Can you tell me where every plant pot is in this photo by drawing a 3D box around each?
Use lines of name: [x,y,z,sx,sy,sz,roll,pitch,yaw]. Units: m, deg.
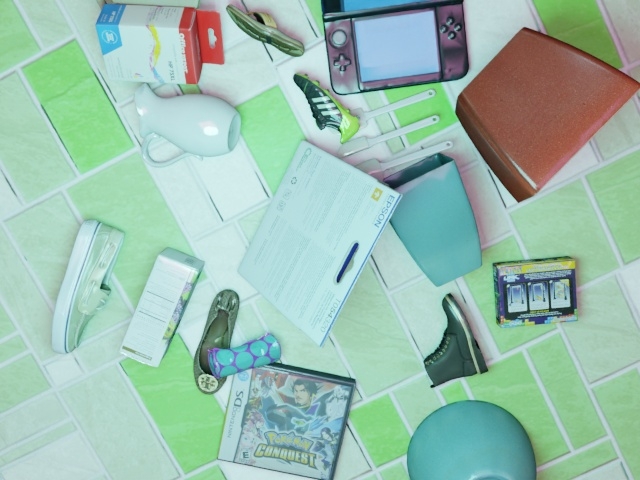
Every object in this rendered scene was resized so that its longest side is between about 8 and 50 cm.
plant pot: [0.344,0.523,1.472,0.291,0.195,0.290,0,99,1]
plant pot: [0.413,-0.256,1.327,0.236,0.267,0.267,45,97,7]
plant pot: [0.234,-0.036,1.401,0.166,0.165,0.234,-26,101,4]

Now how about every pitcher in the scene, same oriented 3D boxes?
pitcher: [-0.278,-0.222,1.402,0.207,0.125,0.177,13,120,9]

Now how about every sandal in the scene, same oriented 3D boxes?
sandal: [-0.109,-0.437,1.384,0.180,0.072,0.049,25,83,-5]

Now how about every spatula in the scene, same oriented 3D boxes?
spatula: [0.147,-0.217,1.425,0.242,0.019,0.168,-18,78,3]

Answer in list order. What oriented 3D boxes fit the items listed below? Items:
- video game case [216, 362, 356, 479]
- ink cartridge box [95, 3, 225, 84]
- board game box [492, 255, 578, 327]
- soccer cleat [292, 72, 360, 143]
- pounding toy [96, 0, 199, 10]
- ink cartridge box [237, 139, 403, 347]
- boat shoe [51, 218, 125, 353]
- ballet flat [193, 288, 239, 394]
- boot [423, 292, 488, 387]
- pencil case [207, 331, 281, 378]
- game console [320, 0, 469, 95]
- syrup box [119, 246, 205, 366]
video game case: [-0.079,0.407,1.535,0.275,0.035,0.248,12,99,-2]
ink cartridge box: [-0.315,-0.391,1.353,0.231,0.078,0.134,2,140,0]
board game box: [0.469,0.113,1.479,0.171,0.048,0.140,-5,97,1]
soccer cleat: [0.002,-0.276,1.404,0.179,0.060,0.072,42,94,1]
pounding toy: [-0.346,-0.522,1.350,0.237,0.110,0.183,-15,135,21]
ink cartridge box: [0.000,0.000,1.344,0.071,0.330,0.324,19,102,-44]
boat shoe: [-0.502,0.107,1.454,0.094,0.109,0.302,16,96,-4]
ballet flat: [-0.231,0.229,1.495,0.084,0.058,0.249,16,99,-2]
boot: [0.273,0.228,1.489,0.137,0.077,0.197,-23,97,9]
pencil case: [-0.166,0.248,1.467,0.152,0.064,0.070,-15,98,-22]
game console: [0.152,-0.432,1.328,0.293,0.173,0.250,-7,99,2]
syrup box: [-0.343,0.143,1.464,0.096,0.093,0.236,23,99,-4]
